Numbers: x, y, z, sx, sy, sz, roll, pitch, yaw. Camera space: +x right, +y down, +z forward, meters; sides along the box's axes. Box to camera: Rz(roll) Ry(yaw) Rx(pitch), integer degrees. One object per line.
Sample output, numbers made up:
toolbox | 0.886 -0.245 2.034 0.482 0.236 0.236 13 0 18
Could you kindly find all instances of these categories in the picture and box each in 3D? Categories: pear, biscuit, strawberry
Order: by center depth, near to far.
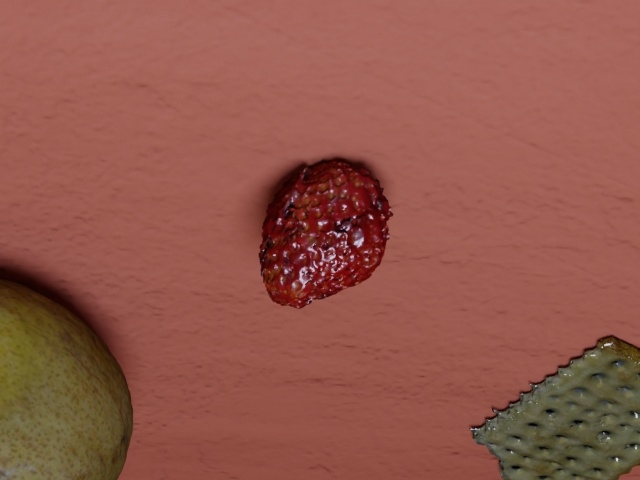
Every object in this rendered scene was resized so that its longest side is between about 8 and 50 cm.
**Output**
strawberry | 0.000 0.000 1.011 0.083 0.096 0.083 24 154 13
pear | -0.243 0.132 1.099 0.229 0.188 0.211 -12 132 15
biscuit | 0.205 0.145 1.246 0.144 0.016 0.203 24 135 -26
